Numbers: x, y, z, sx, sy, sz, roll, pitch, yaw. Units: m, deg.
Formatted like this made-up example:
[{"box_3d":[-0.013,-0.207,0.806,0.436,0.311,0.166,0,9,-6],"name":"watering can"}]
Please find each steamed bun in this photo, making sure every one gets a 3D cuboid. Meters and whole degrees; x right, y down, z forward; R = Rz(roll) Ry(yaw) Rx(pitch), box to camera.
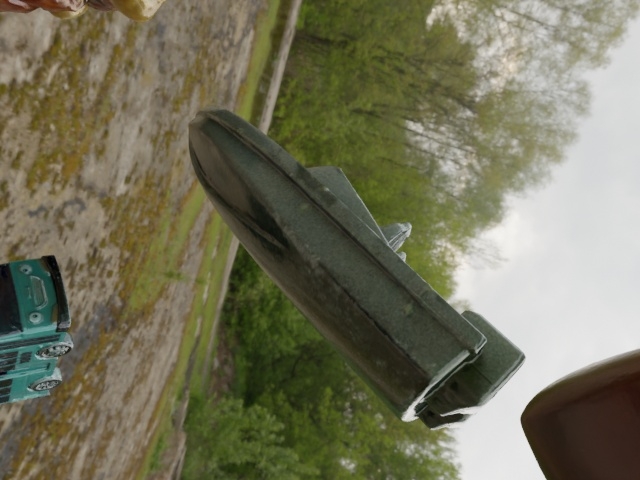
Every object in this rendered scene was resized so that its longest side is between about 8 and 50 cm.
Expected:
[{"box_3d":[0.474,0.304,0.890,0.235,0.248,0.379,67,-26,18],"name":"steamed bun"}]

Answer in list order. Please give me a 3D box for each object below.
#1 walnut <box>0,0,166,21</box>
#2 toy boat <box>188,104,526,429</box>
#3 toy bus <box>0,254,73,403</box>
[{"box_3d":[-0.207,-0.322,0.475,0.222,0.244,0.269,-19,115,-50],"name":"walnut"},{"box_3d":[0.000,0.000,0.424,0.092,0.319,0.141,-39,158,-14],"name":"toy boat"},{"box_3d":[-0.282,0.087,0.521,0.160,0.092,0.079,-51,-124,44],"name":"toy bus"}]
